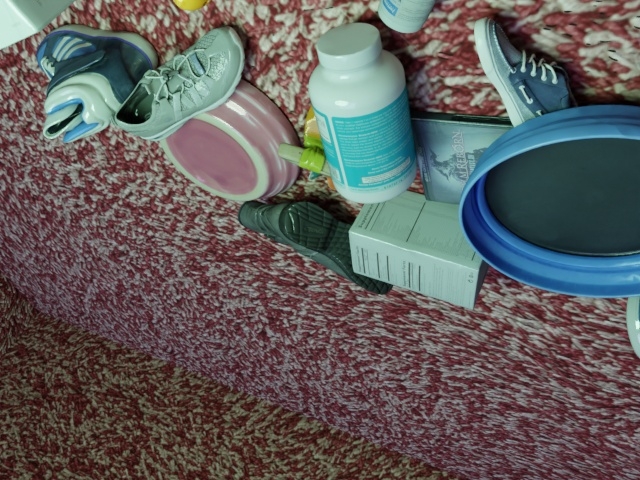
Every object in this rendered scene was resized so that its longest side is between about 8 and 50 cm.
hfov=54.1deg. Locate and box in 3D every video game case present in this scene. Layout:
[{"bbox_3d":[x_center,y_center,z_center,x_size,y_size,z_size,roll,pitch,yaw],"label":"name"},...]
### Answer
[{"bbox_3d":[0.290,-0.121,1.024,0.274,0.026,0.196,9,144,28],"label":"video game case"}]

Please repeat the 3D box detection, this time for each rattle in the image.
[{"bbox_3d":[0.008,-0.179,1.167,0.130,0.142,0.200,2,177,27],"label":"rattle"}]

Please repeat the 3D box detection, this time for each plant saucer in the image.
[{"bbox_3d":[-0.200,-0.193,1.258,0.332,0.084,0.332,20,148,13],"label":"plant saucer"}]

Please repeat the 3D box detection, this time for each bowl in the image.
[{"bbox_3d":[0.410,-0.045,0.935,0.391,0.077,0.391,13,148,8],"label":"bowl"}]

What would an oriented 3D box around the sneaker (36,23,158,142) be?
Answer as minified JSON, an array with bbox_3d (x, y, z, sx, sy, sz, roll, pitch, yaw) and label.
[{"bbox_3d":[-0.484,-0.292,1.191,0.323,0.236,0.130,9,144,30],"label":"sneaker"}]

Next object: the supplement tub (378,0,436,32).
[{"bbox_3d":[0.122,-0.330,0.806,0.071,0.071,0.107,28,148,1],"label":"supplement tub"}]

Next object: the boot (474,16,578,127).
[{"bbox_3d":[0.279,-0.230,0.842,0.086,0.069,0.190,-9,141,36],"label":"boot"}]

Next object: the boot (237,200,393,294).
[{"bbox_3d":[0.000,0.000,1.373,0.338,0.118,0.223,36,166,-30],"label":"boot"}]

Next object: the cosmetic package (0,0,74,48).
[{"bbox_3d":[-0.313,-0.419,0.725,0.156,0.385,0.217,-1,135,39],"label":"cosmetic package"}]

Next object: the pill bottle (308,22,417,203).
[{"bbox_3d":[0.066,-0.194,0.972,0.146,0.146,0.264,12,142,26],"label":"pill bottle"}]

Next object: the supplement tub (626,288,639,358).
[{"bbox_3d":[0.619,0.130,1.008,0.200,0.144,0.144,-8,133,46],"label":"supplement tub"}]

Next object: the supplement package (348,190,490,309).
[{"bbox_3d":[0.193,0.007,1.180,0.244,0.139,0.133,18,147,21],"label":"supplement package"}]

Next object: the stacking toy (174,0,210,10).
[{"bbox_3d":[-0.085,-0.357,0.709,0.166,0.301,0.175,39,149,-17],"label":"stacking toy"}]

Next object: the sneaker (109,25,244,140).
[{"bbox_3d":[-0.245,-0.260,1.078,0.281,0.115,0.105,-36,79,26],"label":"sneaker"}]
